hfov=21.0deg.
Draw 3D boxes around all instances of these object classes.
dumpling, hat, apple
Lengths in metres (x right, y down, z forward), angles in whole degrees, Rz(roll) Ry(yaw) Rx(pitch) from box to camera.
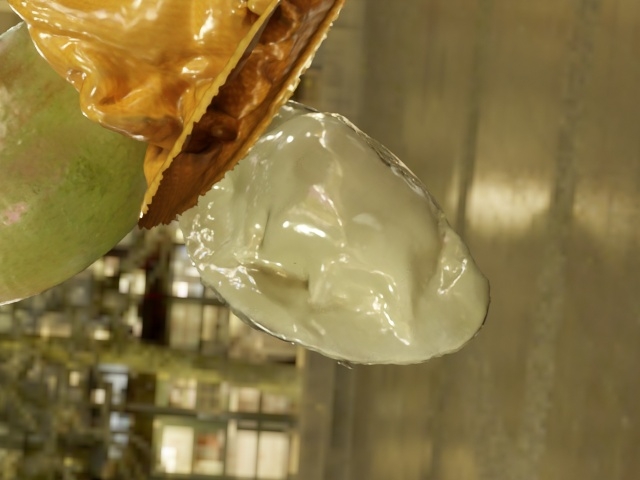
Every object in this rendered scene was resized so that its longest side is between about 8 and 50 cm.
[{"bbox_3d":[0.000,0.000,1.198,0.172,0.247,0.142,-43,-21,-25],"label":"dumpling"},{"bbox_3d":[-0.123,-0.164,1.049,0.233,0.233,0.244,-52,-4,-6],"label":"hat"},{"bbox_3d":[-0.212,-0.056,1.265,0.120,0.265,0.193,43,169,30],"label":"apple"}]
